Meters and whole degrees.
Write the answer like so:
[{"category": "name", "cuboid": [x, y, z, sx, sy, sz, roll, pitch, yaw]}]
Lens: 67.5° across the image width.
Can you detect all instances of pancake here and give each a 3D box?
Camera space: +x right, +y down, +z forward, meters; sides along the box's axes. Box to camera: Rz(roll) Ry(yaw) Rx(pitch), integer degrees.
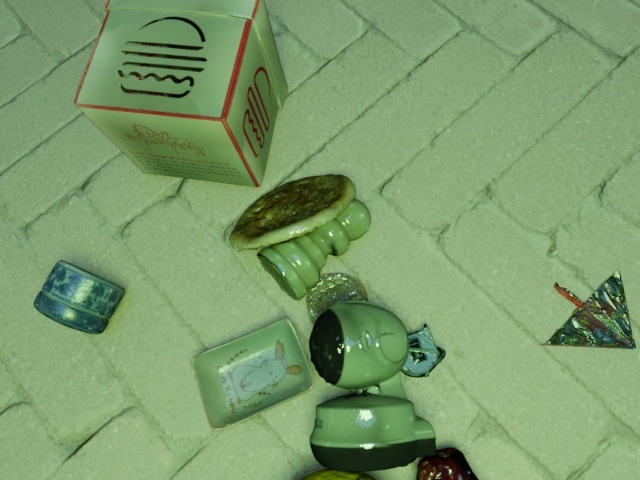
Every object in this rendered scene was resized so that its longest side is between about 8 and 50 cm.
[{"category": "pancake", "cuboid": [-0.061, -0.061, 0.989, 0.283, 0.048, 0.282, -18, 27, 9]}, {"category": "pancake", "cuboid": [0.036, 0.133, 0.998, 0.140, 0.022, 0.139, -2, 70, 4]}]

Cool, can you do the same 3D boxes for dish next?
[{"category": "dish", "cuboid": [-0.129, 0.262, 0.938, 0.213, 0.077, 0.151, -23, 69, -4]}]

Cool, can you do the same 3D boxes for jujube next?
[{"category": "jujube", "cuboid": [0.226, 0.475, 0.797, 0.168, 0.168, 0.236, -9, 69, 1]}]

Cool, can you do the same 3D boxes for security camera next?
[{"category": "security camera", "cuboid": [0.073, 0.243, 0.849, 0.192, 0.197, 0.276, 2, 75, -15]}]

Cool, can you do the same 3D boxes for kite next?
[{"category": "kite", "cuboid": [0.545, 0.154, 0.958, 0.232, 0.009, 0.189, -43, 74, -10]}]

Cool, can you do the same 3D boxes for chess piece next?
[{"category": "chess piece", "cuboid": [0.000, 0.000, 0.998, 0.243, 0.133, 0.133, -41, 73, -15]}]

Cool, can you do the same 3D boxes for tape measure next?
[{"category": "tape measure", "cuboid": [0.192, 0.222, 0.939, 0.094, 0.054, 0.091, -30, 66, -8]}]

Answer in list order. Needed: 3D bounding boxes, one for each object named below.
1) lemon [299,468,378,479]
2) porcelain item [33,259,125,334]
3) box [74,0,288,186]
[{"category": "lemon", "cuboid": [0.023, 0.499, 0.753, 0.268, 0.267, 0.267, -1, 71, 4]}, {"category": "porcelain item", "cuboid": [-0.492, 0.119, 0.978, 0.147, 0.147, 0.114, 21, 77, 11]}, {"category": "box", "cuboid": [-0.269, -0.319, 1.026, 0.315, 0.312, 0.299, 8, 74, 8]}]
